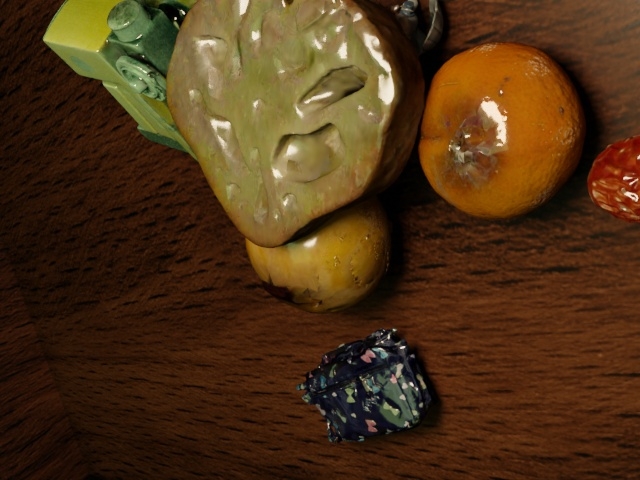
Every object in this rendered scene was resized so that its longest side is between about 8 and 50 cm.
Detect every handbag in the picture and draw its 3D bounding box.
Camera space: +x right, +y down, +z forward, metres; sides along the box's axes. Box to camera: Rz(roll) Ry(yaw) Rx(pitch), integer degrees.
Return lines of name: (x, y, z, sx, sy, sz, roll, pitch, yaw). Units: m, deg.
handbag: (0.079, 0.251, 1.340, 0.260, 0.113, 0.162, -32, 91, 46)

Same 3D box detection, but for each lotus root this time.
lotus root: (-0.048, -0.175, 1.049, 0.390, 0.111, 0.375, 16, 111, 33)

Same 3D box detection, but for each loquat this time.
loquat: (0.000, 0.000, 1.219, 0.235, 0.235, 0.235, 21, 121, 38)

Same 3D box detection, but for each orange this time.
orange: (0.219, -0.136, 0.982, 0.224, 0.170, 0.224, 19, 120, 36)

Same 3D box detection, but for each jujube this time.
jujube: (0.395, -0.071, 0.890, 0.176, 0.109, 0.112, -2, 70, 54)

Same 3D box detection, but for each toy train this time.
toy train: (-0.256, -0.260, 1.295, 0.253, 0.160, 0.397, 18, 163, 32)

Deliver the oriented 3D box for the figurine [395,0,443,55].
figurine: (0.128, -0.297, 1.072, 0.082, 0.095, 0.086, 9, 154, 2)

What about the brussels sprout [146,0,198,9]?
brussels sprout: (-0.236, -0.418, 1.326, 0.223, 0.161, 0.223, 32, 151, 20)
